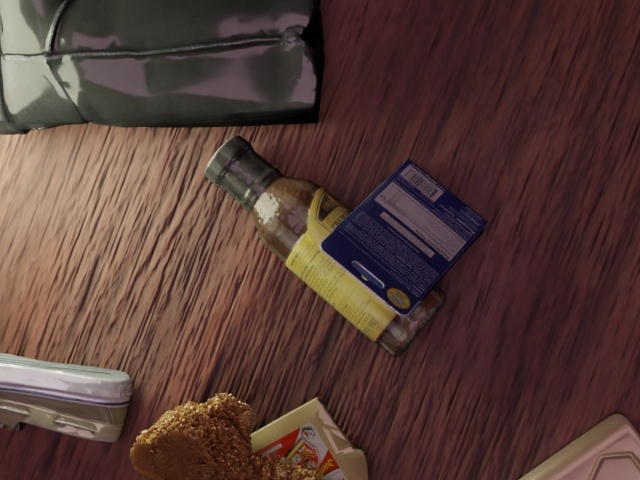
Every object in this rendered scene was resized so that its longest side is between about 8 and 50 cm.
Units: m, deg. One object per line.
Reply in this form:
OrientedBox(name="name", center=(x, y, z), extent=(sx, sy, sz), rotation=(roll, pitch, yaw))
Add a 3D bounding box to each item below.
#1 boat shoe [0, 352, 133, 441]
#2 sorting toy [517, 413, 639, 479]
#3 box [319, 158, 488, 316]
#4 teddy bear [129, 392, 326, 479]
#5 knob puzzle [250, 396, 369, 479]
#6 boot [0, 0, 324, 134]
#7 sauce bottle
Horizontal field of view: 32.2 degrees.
OrientedBox(name="boat shoe", center=(-0.400, 0.205, 1.459), extent=(0.302, 0.109, 0.094), rotation=(8, 91, 5))
OrientedBox(name="sorting toy", center=(0.360, 0.352, 1.384), extent=(0.193, 0.038, 0.208), rotation=(-36, 79, 5))
OrientedBox(name="box", center=(0.099, 0.000, 1.357), extent=(0.136, 0.225, 0.036), rotation=(40, 135, 8))
OrientedBox(name="teddy bear", center=(-0.100, 0.346, 1.399), extent=(0.338, 0.113, 0.245), rotation=(44, 112, -6))
OrientedBox(name="knob puzzle", center=(-0.019, 0.321, 1.436), extent=(0.213, 0.030, 0.213), rotation=(2, 99, 11))
OrientedBox(name="boot", center=(-0.219, -0.324, 1.429), extent=(0.445, 0.146, 0.367), rotation=(-2, 97, 12))
OrientedBox(name="sauce bottle", center=(0.000, 0.000, 1.407), extent=(0.344, 0.111, 0.111), rotation=(40, 93, 6))
